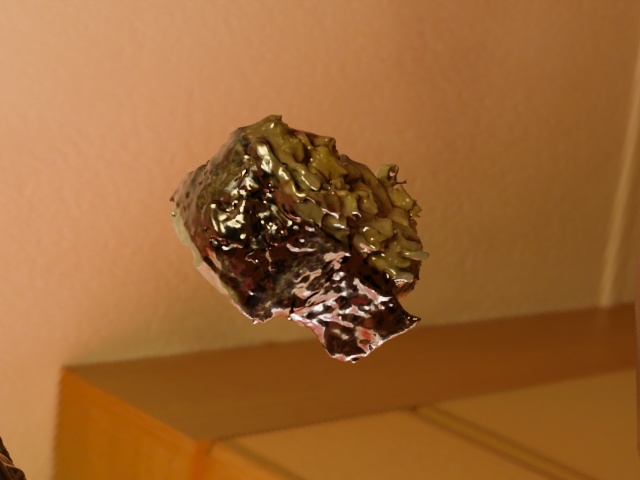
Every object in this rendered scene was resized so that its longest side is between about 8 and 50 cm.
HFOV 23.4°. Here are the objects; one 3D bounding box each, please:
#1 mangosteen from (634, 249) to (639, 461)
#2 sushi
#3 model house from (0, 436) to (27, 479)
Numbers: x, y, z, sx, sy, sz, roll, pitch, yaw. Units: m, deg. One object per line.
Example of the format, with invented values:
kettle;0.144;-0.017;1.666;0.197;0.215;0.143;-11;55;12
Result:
mangosteen;0.308;0.059;0.601;0.421;0.381;0.381;-89;-25;-50
sushi;0.000;0.000;1.086;0.115;0.147;0.212;-36;-34;20
model house;-0.268;0.125;0.655;0.279;0.205;0.218;-30;-29;-14
